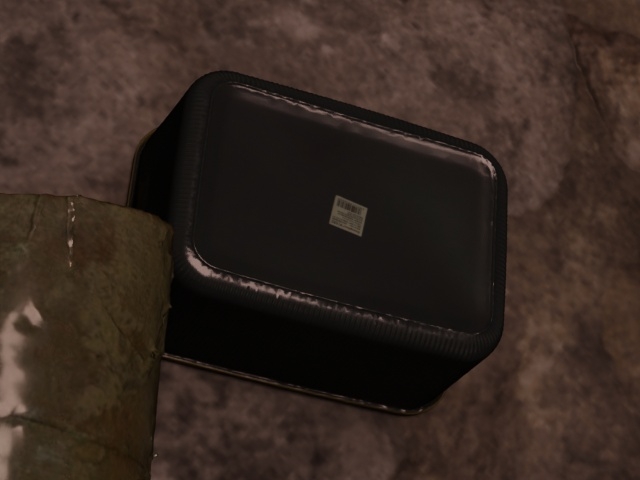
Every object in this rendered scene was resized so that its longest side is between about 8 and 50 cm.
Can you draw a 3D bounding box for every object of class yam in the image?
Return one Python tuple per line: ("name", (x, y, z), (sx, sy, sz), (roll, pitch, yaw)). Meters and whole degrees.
("yam", (-0.153, 0.107, 0.682), (0.161, 0.161, 0.268), (14, 63, -19))

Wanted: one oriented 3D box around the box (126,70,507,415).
("box", (0.000, 0.000, 0.845), (0.201, 0.090, 0.144), (16, 60, -18))
